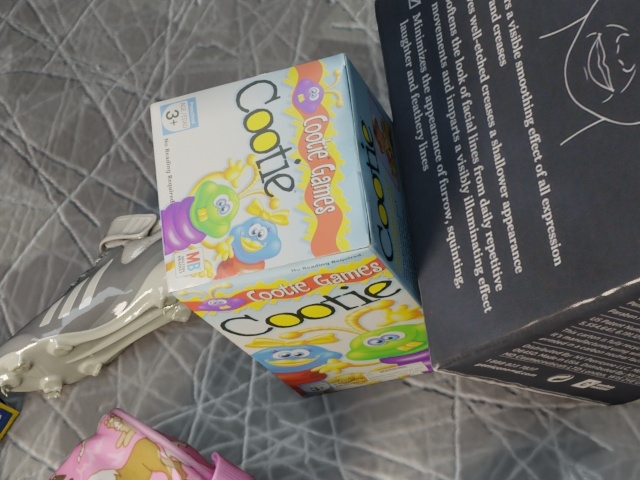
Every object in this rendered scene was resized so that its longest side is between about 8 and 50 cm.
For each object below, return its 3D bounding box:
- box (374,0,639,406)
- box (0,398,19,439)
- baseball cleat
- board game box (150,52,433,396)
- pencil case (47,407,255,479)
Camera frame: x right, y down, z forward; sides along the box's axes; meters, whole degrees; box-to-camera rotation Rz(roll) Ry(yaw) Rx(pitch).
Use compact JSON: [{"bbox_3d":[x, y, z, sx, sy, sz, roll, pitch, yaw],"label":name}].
[{"bbox_3d":[0.259,-0.095,1.150,0.395,0.212,0.293,-27,61,40],"label":"box"},{"bbox_3d":[-0.333,0.117,1.445,0.169,0.054,0.059,31,83,26],"label":"box"},{"bbox_3d":[-0.179,0.048,1.420,0.206,0.072,0.109,-24,51,4],"label":"baseball cleat"},{"bbox_3d":[0.000,0.000,1.251,0.142,0.275,0.144,-13,67,14],"label":"board game box"},{"bbox_3d":[-0.204,0.298,1.242,0.167,0.160,0.386,30,70,28],"label":"pencil case"}]
